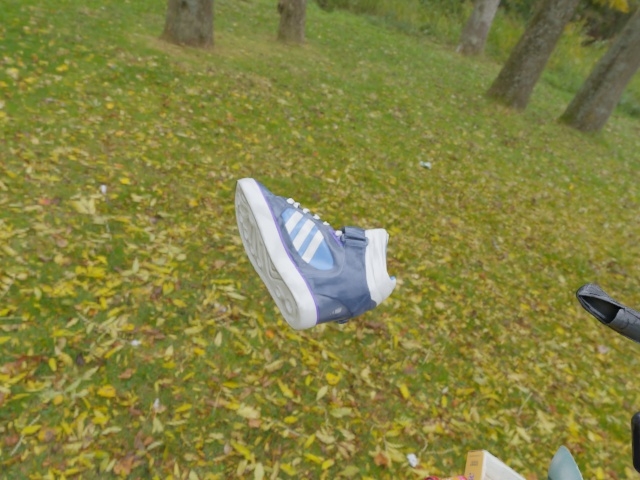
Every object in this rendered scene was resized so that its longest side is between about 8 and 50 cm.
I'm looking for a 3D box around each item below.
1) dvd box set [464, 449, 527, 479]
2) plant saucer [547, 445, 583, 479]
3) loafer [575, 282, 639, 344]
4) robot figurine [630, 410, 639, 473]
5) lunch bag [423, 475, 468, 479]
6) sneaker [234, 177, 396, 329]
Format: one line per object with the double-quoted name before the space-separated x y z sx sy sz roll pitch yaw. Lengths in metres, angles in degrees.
"dvd box set" 0.452 0.790 1.372 0.308 0.062 0.420 38 51 -22
"plant saucer" 0.407 0.440 0.903 0.038 0.194 0.195 -11 29 8
"loafer" 0.730 0.192 1.353 0.223 0.076 0.078 39 34 23
"robot figurine" 0.603 0.301 0.822 0.209 0.278 0.174 -23 19 -23
"lunch bag" 0.258 0.675 1.178 0.120 0.293 0.258 6 41 -18
"sneaker" 0.000 0.000 1.010 0.236 0.130 0.322 -16 59 -25
